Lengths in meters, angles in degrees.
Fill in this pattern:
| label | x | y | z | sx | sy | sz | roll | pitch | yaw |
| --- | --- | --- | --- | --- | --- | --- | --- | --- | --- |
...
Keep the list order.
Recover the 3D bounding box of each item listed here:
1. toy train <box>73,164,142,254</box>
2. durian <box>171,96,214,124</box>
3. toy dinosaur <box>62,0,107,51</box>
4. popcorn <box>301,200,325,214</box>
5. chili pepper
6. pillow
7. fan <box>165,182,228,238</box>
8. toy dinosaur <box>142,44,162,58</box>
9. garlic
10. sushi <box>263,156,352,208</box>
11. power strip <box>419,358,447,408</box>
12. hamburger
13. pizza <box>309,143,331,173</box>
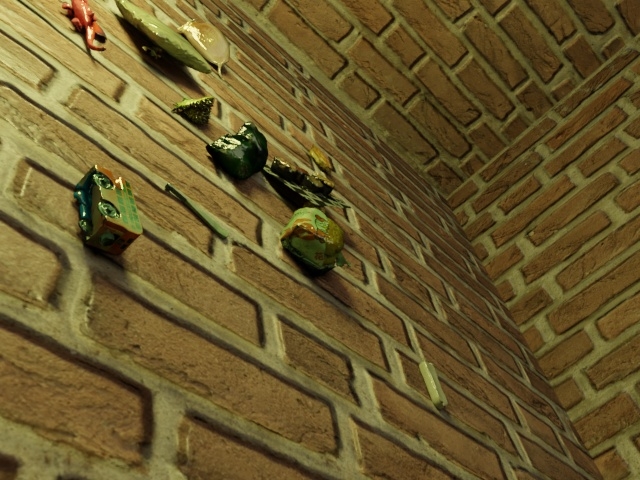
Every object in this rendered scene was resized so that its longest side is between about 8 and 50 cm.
| label | x | y | z | sx | sy | sz | roll | pitch | yaw |
| --- | --- | --- | --- | --- | --- | --- | --- | --- | --- |
| toy train | -0.401 | -0.054 | 1.127 | 0.099 | 0.072 | 0.188 | 33 | 23 | -49 |
| durian | -0.385 | -0.406 | 1.843 | 0.100 | 0.086 | 0.215 | 13 | 18 | 3 |
| toy dinosaur | -0.639 | -0.595 | 1.685 | 0.286 | 0.070 | 0.139 | 57 | 0 | 19 |
| popcorn | -0.023 | -0.082 | 1.960 | 0.084 | 0.084 | 0.084 | 41 | 21 | -19 |
| chili pepper | -0.223 | -0.273 | 1.829 | 0.148 | 0.116 | 0.264 | 51 | 20 | -1 |
| pillow | -0.519 | -0.667 | 1.973 | 0.281 | 0.076 | 0.274 | 44 | 11 | 27 |
| fan | -0.298 | -0.071 | 1.448 | 0.193 | 0.016 | 0.038 | 43 | 18 | -16 |
| toy dinosaur | -0.534 | -0.607 | 1.917 | 0.058 | 0.037 | 0.180 | 34 | 4 | -17 |
| garlic | -0.420 | -0.754 | 2.364 | 0.266 | 0.148 | 0.128 | 45 | -17 | 5 |
| sushi | -0.042 | -0.208 | 2.041 | 0.292 | 0.059 | 0.294 | 35 | 15 | 19 |
| power strip | 0.338 | 0.429 | 1.806 | 0.047 | 0.030 | 0.191 | 34 | 24 | -31 |
| hamburger | 0.002 | 0.003 | 1.760 | 0.235 | 0.125 | 0.214 | 33 | 30 | 0 |
| pizza | -0.008 | -0.347 | 2.527 | 0.160 | 0.036 | 0.099 | 55 | 21 | 21 |
